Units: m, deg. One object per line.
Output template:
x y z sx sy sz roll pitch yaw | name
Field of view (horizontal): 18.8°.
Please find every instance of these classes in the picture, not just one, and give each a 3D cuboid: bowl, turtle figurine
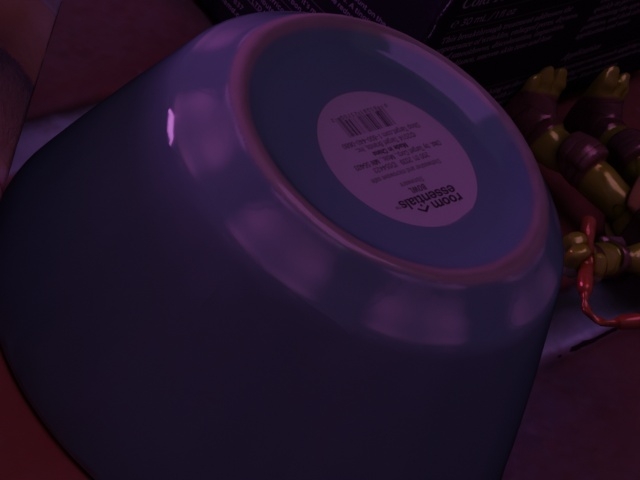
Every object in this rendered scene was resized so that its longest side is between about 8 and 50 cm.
0.000 0.000 0.999 0.311 0.163 0.311 18 43 -18 | bowl
0.222 -0.017 1.230 0.269 0.087 0.217 -13 52 -32 | turtle figurine

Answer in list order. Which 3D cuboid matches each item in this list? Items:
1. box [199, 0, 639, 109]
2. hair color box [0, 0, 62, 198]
0.139 -0.247 1.212 0.343 0.312 0.179 -20 62 -45 | box
-0.232 -0.080 0.895 0.185 0.110 0.339 54 29 -35 | hair color box
